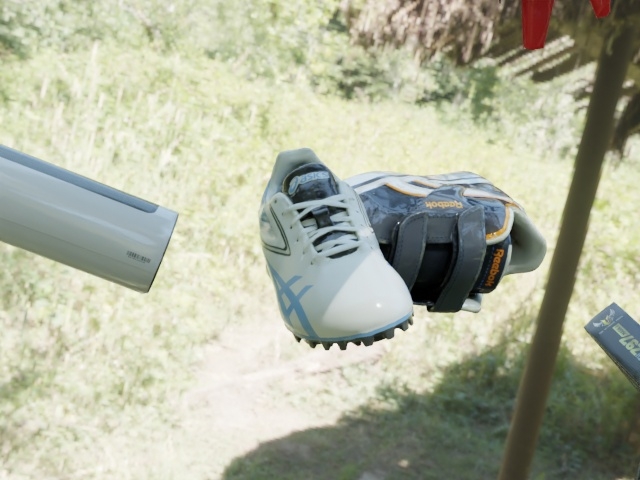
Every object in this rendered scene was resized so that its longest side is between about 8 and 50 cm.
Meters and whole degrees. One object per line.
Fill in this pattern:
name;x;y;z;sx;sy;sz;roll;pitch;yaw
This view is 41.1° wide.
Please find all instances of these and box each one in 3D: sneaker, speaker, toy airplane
sneaker;0.000;0.000;0.591;0.085;0.086;0.237;-17;25;-7
speaker;-0.157;-0.016;0.501;0.136;0.055;0.055;22;5;-11
toy airplane;0.278;-0.294;0.994;0.151;0.151;0.028;17;17;17
sneaker;0.102;0.005;0.835;0.321;0.126;0.127;-14;42;-40

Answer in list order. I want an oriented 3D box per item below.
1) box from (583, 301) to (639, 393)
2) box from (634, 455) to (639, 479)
box;0.452;0.203;1.079;0.232;0.059;0.183;45;9;-25
box;0.357;0.119;0.499;0.308;0.076;0.242;18;41;21
